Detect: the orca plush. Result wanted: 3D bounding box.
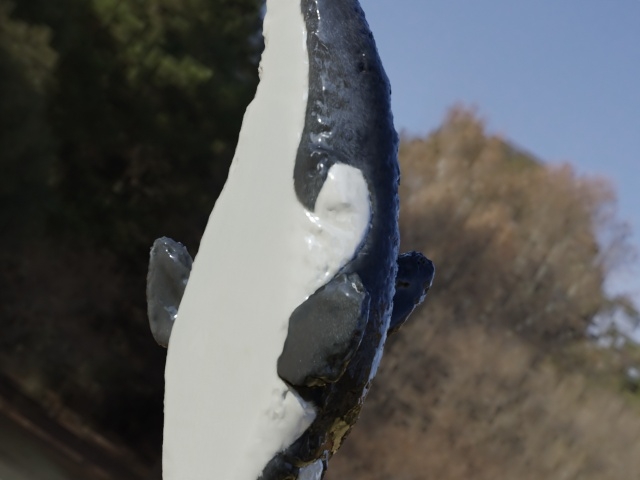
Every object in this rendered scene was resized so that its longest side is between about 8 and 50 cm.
[{"bbox_3d":[0.000,0.000,0.781,0.102,0.287,0.151,14,-22,-38],"label":"orca plush"}]
